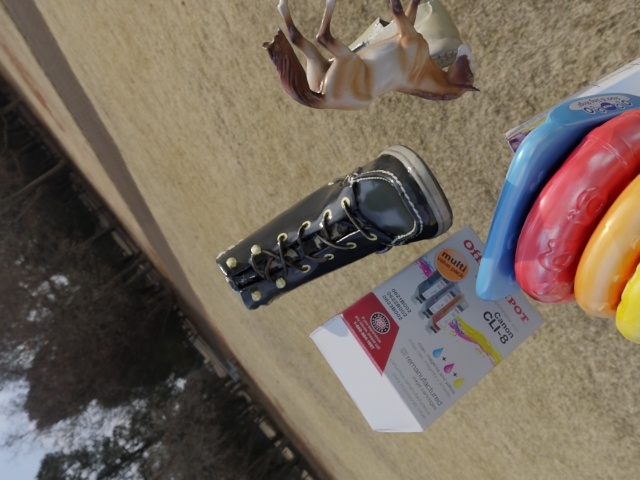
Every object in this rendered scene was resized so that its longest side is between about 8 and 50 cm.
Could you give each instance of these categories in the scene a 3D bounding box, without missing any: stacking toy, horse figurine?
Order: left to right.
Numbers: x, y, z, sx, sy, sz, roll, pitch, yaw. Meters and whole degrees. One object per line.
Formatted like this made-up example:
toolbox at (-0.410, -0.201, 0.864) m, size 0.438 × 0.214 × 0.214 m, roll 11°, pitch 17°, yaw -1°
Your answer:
horse figurine at (0.054, -0.214, 0.581) m, size 0.066 × 0.263 × 0.174 m, roll 35°, pitch 145°, yaw 55°
stacking toy at (0.268, 0.031, 0.334) m, size 0.302 × 0.175 × 0.165 m, roll 45°, pitch 140°, yaw 43°

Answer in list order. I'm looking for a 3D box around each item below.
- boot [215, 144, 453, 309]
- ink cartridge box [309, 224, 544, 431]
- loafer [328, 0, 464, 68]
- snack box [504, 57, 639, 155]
boot at (0.001, 0.001, 0.460) m, size 0.085 × 0.179 × 0.236 m, roll 60°, pitch 172°, yaw -6°
ink cartridge box at (0.105, 0.092, 0.539) m, size 0.128 × 0.176 × 0.127 m, roll 54°, pitch 156°, yaw 8°
loafer at (0.095, -0.290, 0.801) m, size 0.269 × 0.102 × 0.091 m, roll -3°, pitch 92°, yaw 40°
snack box at (0.348, -0.099, 0.593) m, size 0.174 × 0.207 × 0.070 m, roll 56°, pitch -158°, yaw -10°
